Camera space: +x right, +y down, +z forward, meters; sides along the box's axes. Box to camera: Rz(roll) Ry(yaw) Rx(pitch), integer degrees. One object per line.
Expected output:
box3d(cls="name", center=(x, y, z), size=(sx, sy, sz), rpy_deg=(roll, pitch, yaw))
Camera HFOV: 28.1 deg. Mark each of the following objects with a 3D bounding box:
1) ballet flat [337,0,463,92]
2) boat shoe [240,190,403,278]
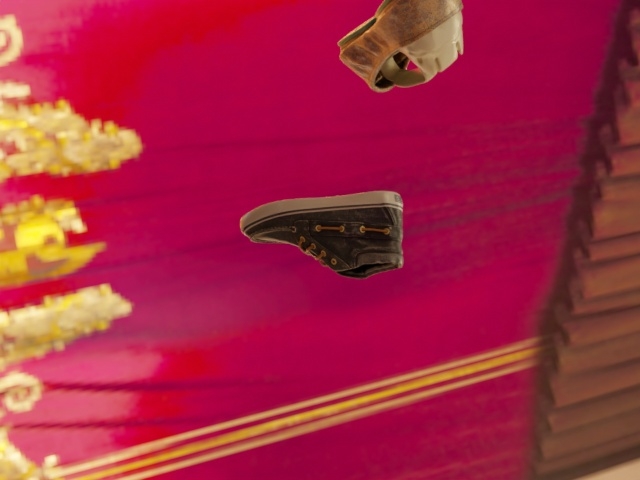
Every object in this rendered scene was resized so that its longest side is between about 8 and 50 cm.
box3d(cls="ballet flat", center=(0.111, -0.241, 1.502), size=(0.106, 0.107, 0.316), rpy_deg=(55, -13, -4))
box3d(cls="boat shoe", center=(0.000, 0.000, 1.376), size=(0.065, 0.183, 0.083), rpy_deg=(41, 44, -66))
